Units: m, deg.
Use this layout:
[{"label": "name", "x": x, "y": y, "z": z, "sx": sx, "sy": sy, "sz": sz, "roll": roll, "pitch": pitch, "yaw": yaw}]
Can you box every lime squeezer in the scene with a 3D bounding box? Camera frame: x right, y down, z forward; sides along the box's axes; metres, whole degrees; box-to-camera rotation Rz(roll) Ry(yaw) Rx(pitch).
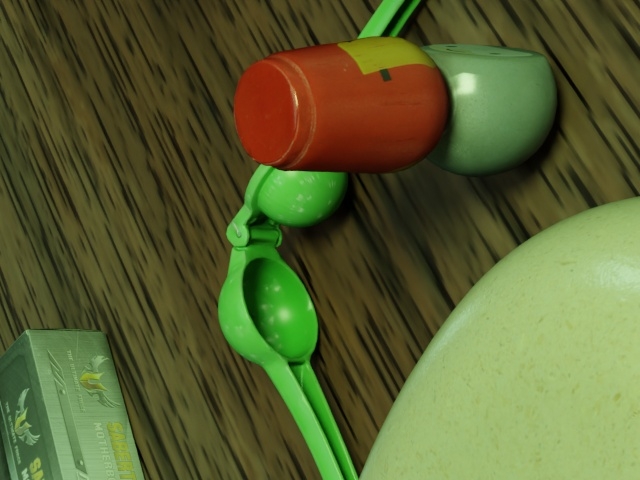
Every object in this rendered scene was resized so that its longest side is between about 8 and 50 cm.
[{"label": "lime squeezer", "x": 0.000, "y": 0.000, "z": 0.845, "sx": 0.110, "sy": 0.059, "sz": 0.310, "roll": 10, "pitch": 93, "yaw": 52}]

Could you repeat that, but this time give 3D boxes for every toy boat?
[{"label": "toy boat", "x": 0.092, "y": 0.041, "z": 0.678, "sx": 0.267, "sy": 0.148, "sz": 0.318, "roll": -53, "pitch": 56, "yaw": 40}]

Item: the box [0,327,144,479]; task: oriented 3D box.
[{"label": "box", "x": -0.163, "y": 0.193, "z": 1.026, "sx": 0.183, "sy": 0.056, "sz": 0.231, "roll": -43, "pitch": 55, "yaw": 39}]
